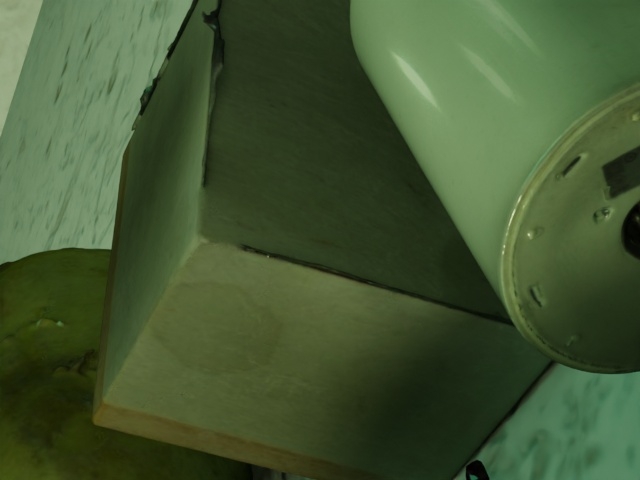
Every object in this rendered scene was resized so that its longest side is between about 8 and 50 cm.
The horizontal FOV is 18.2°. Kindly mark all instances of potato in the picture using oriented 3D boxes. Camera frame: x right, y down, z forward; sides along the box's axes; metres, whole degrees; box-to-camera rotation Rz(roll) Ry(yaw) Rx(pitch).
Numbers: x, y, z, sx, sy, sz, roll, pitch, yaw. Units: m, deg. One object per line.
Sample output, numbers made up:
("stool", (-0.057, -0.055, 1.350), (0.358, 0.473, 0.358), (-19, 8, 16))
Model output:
("potato", (-0.120, 0.129, 0.964), (0.307, 0.173, 0.210), (-104, 37, -66))

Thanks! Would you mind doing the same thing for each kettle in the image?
("kettle", (0.079, -0.036, 0.599), (0.098, 0.126, 0.148), (-51, 36, 15))

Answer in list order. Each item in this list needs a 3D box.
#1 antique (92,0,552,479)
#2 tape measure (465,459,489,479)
("antique", (0.000, 0.000, 0.757), (0.148, 0.146, 0.152), (121, 159, -44))
("tape measure", (0.011, 0.202, 0.564), (0.260, 0.114, 0.253), (147, 138, -70))
